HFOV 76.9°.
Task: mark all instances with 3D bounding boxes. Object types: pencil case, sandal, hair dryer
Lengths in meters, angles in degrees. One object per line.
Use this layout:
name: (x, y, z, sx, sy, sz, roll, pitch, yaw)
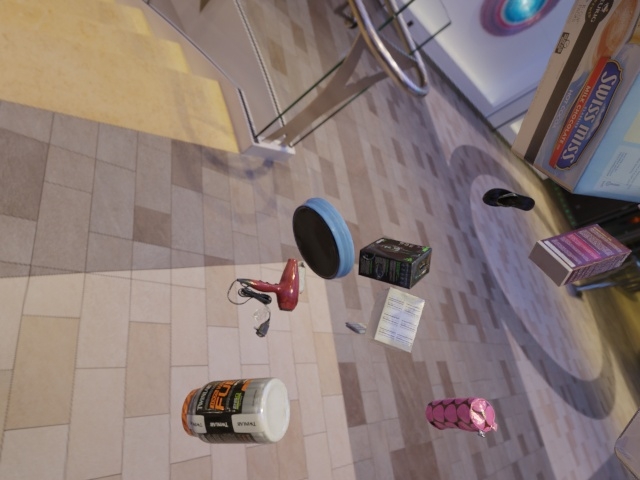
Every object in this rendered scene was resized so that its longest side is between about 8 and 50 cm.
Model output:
pencil case: (0.402, 0.509, 1.166, 0.098, 0.209, 0.095, 36, 61, -8)
sandal: (0.947, -0.204, 2.021, 0.054, 0.254, 0.097, -69, 166, -63)
hair dryer: (-0.162, 0.170, 1.403, 0.293, 0.080, 0.224, -47, 119, -36)

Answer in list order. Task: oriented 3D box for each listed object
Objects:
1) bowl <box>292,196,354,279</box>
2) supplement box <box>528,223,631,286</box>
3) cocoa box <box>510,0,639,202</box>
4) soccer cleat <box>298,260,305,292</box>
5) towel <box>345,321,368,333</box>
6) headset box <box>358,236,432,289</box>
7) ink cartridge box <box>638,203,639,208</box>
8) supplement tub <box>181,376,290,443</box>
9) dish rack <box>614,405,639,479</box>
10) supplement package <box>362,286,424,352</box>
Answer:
bowl: (0.000, 0.000, 1.830, 0.077, 0.391, 0.392, -25, 87, -29)
supplement box: (0.761, 0.040, 1.189, 0.239, 0.073, 0.130, -14, 46, -15)
cocoa box: (0.569, -0.270, 0.737, 0.231, 0.348, 0.228, 6, 31, -11)
soccer cleat: (-0.092, 0.148, 1.620, 0.196, 0.068, 0.076, -82, 177, -69)
towel: (0.281, 0.439, 1.970, 0.284, 0.209, 0.034, 6, 88, -15)
headset box: (0.359, 0.101, 1.881, 0.246, 0.282, 0.132, -23, 121, -51)
ink cartridge box: (1.079, -0.072, 1.250, 0.056, 0.099, 0.136, -21, 82, -59)
supplement tub: (-0.273, 0.547, 1.294, 0.193, 0.315, 0.194, -12, 90, -70)
dish rack: (0.927, 0.555, 1.051, 0.072, 0.286, 0.333, 25, 11, -2)
supplement package: (0.282, 0.312, 1.570, 0.149, 0.194, 0.203, 21, 75, -2)
